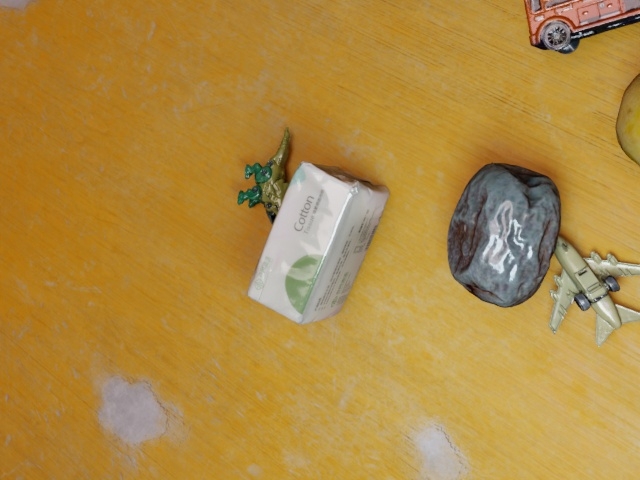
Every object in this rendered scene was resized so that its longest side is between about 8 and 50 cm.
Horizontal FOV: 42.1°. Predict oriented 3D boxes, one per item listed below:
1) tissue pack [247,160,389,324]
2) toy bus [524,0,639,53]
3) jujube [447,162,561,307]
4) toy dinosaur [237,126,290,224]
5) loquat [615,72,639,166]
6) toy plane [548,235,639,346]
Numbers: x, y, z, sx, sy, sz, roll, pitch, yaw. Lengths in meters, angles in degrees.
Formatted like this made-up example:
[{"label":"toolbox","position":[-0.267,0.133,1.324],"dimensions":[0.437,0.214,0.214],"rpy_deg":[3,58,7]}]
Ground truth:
[{"label":"tissue pack","position":[-0.002,0.000,1.994],"dimensions":[0.194,0.266,0.356],"rpy_deg":[27,101,19]},{"label":"toy bus","position":[0.608,-0.500,1.759],"dimensions":[0.329,0.143,0.153],"rpy_deg":[-11,92,27]},{"label":"jujube","position":[0.403,-0.003,1.814],"dimensions":[0.246,0.216,0.307],"rpy_deg":[-131,51,-58]},{"label":"toy dinosaur","position":[-0.129,-0.168,2.165],"dimensions":[0.153,0.094,0.259],"rpy_deg":[1,81,27]},{"label":"loquat","position":[0.713,-0.251,1.660],"dimensions":[0.244,0.244,0.243],"rpy_deg":[-1,89,27]},{"label":"toy plane","position":[0.577,0.092,1.800],"dimensions":[0.242,0.104,0.256],"rpy_deg":[-33,81,7]}]
